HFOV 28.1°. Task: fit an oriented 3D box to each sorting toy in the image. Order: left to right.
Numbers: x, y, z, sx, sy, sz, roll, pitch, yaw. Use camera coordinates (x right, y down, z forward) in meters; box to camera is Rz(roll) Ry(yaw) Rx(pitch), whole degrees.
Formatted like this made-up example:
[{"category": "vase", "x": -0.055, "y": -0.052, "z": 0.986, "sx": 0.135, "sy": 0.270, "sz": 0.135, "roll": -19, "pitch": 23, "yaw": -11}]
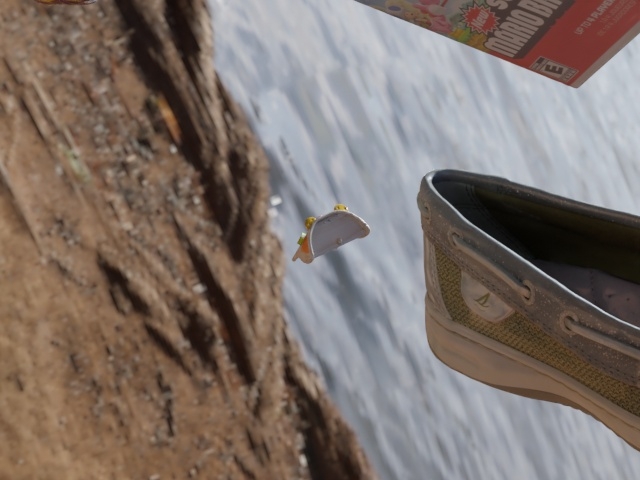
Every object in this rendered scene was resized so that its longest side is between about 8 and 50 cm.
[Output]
[{"category": "sorting toy", "x": 0.000, "y": 0.000, "z": 1.423, "sx": 0.083, "sy": 0.075, "sz": 0.045, "roll": -25, "pitch": 80, "yaw": -31}]

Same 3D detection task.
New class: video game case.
[{"category": "video game case", "x": 0.117, "y": -0.214, "z": 0.983, "sx": 0.285, "sy": 0.204, "sz": 0.025, "roll": 20, "pitch": 70, "yaw": -8}]

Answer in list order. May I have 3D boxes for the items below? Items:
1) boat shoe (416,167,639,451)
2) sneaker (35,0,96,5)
[{"category": "boat shoe", "x": 0.170, "y": 0.030, "z": 0.626, "sx": 0.118, "sy": 0.320, "sz": 0.103, "roll": -29, "pitch": 116, "yaw": -31}, {"category": "sneaker", "x": -0.354, "y": -0.316, "z": 1.524, "sx": 0.185, "sy": 0.084, "sz": 0.070, "roll": 13, "pitch": 76, "yaw": -13}]
